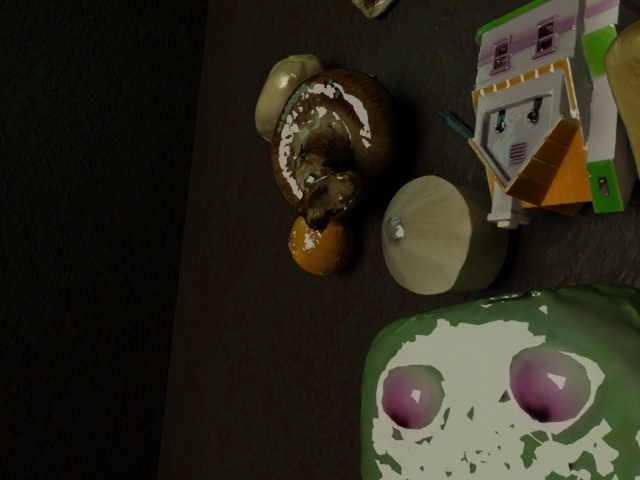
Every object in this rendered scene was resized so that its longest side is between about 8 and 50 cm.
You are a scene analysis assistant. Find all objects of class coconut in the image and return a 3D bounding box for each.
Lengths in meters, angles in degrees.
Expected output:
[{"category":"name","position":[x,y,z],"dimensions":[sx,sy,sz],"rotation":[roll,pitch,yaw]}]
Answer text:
[{"category":"coconut","position":[0.200,-0.006,0.873],"dimensions":[0.202,0.222,0.202],"rotation":[-15,71,53]}]

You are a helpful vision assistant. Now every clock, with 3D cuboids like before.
[{"category":"clock","position":[0.333,-0.169,0.730],"dimensions":[0.235,0.166,0.309],"rotation":[-3,76,59]}]

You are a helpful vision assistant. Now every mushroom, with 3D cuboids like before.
[{"category":"mushroom","position":[0.002,-0.187,1.127],"dimensions":[0.334,0.356,0.331],"rotation":[52,144,12]}]

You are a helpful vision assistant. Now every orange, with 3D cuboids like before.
[{"category":"orange","position":[0.004,0.000,1.279],"dimensions":[0.178,0.155,0.177],"rotation":[2,93,47]}]

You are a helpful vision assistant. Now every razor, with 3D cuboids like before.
[{"category":"razor","position":[0.274,-0.198,0.961],"dimensions":[0.066,0.033,0.190],"rotation":[-31,42,0]}]

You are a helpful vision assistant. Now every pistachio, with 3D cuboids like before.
[{"category":"pistachio","position":[-0.072,-0.393,1.441],"dimensions":[0.299,0.188,0.187],"rotation":[128,136,-52]}]

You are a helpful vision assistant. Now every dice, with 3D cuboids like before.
[{"category":"dice","position":[0.253,0.231,0.593],"dimensions":[0.331,0.318,0.322],"rotation":[-18,70,33]}]

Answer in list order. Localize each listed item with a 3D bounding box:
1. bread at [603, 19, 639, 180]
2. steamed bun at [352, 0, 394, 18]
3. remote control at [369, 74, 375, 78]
[{"category":"bread","position":[0.393,-0.140,0.545],"dimensions":[0.147,0.098,0.217],"rotation":[-88,-27,-73]},{"category":"steamed bun","position":[0.103,-0.621,1.181],"dimensions":[0.172,0.155,0.140],"rotation":[-45,48,47]},{"category":"remote control","position":[0.120,-0.339,1.250],"dimensions":[0.053,0.018,0.124],"rotation":[-25,65,57]}]
